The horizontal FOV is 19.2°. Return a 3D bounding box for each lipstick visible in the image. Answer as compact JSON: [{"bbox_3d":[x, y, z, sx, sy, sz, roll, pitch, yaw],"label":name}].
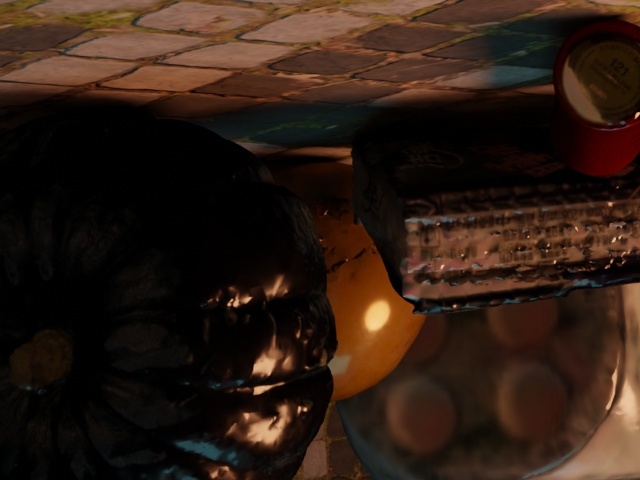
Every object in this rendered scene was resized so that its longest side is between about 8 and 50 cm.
[{"bbox_3d":[0.207,-0.101,1.384,0.080,0.080,0.241,-5,174,6],"label":"lipstick"}]

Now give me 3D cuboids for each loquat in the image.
[{"bbox_3d":[-0.003,0.038,1.792,0.235,0.235,0.235,-4,174,0],"label":"loquat"}]

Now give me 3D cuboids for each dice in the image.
[{"bbox_3d":[0.211,0.092,1.983,0.330,0.328,0.348,-8,173,23],"label":"dice"}]

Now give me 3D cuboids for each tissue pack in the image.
[{"bbox_3d":[0.199,-0.032,1.611,0.332,0.123,0.245,-5,-165,-8],"label":"tissue pack"}]

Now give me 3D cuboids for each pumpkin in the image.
[{"bbox_3d":[-0.160,0.074,1.458,0.363,0.363,0.266,-7,178,21],"label":"pumpkin"}]
